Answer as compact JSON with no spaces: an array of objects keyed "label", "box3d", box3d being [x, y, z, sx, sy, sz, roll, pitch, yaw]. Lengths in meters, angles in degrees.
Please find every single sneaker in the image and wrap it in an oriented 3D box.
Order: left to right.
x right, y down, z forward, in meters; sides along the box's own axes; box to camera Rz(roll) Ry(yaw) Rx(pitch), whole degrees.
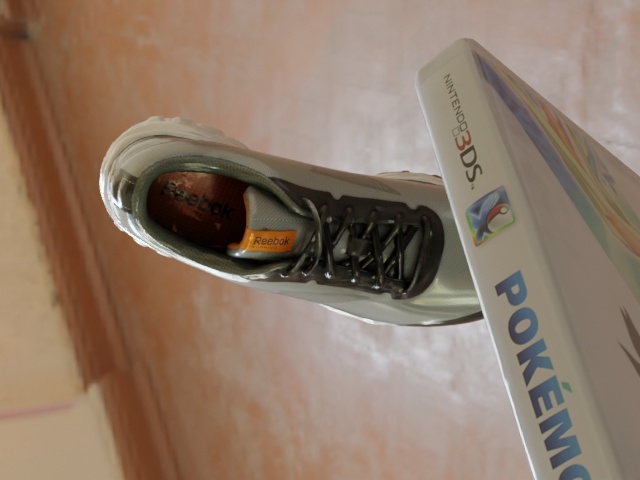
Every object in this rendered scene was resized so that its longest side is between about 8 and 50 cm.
[{"label":"sneaker","box3d":[0.000,0.000,0.823,0.108,0.271,0.100,-119,42,-77]}]

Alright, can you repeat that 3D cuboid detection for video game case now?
[{"label":"video game case","box3d":[0.179,0.098,0.573,0.036,0.329,0.300,-35,46,26]}]
